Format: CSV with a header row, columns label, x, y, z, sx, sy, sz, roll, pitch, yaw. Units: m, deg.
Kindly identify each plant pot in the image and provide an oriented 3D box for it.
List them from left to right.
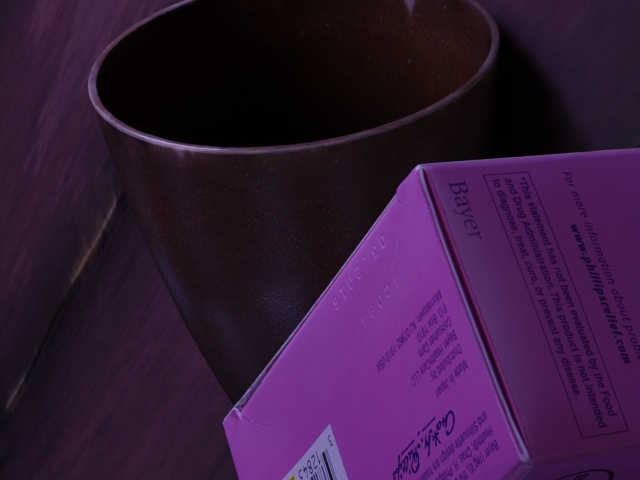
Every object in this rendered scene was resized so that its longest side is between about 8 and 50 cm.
label,x,y,z,sx,sy,sz,roll,pitch,yaw
plant pot,0.000,0.000,1.072,0.215,0.215,0.230,42,147,53

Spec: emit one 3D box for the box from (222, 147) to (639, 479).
label,x,y,z,sx,sy,sz,roll,pitch,yaw
box,0.117,0.064,0.773,0.213,0.243,0.117,-54,49,52
